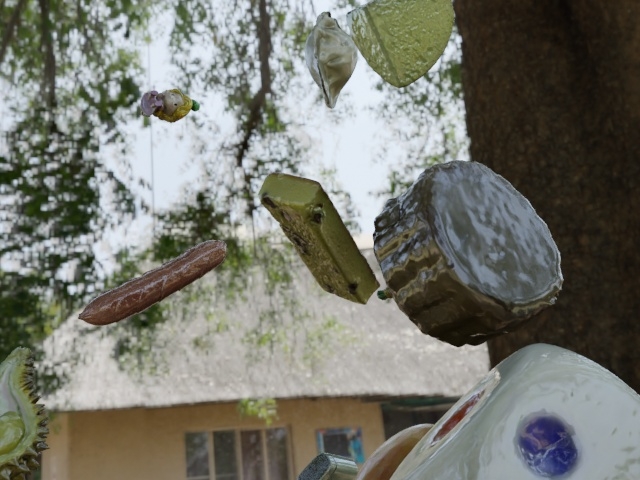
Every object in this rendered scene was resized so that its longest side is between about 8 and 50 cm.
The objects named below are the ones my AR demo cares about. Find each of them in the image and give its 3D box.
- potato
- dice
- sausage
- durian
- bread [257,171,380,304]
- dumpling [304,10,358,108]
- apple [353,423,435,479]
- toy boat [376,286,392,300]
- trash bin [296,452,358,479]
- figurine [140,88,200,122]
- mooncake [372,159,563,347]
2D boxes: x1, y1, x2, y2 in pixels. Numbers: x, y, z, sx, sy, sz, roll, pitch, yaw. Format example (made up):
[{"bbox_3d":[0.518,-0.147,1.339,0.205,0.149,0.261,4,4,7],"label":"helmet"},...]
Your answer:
[{"bbox_3d":[0.124,-0.286,1.077,0.149,0.120,0.081,-28,15,-16],"label":"potato"},{"bbox_3d":[0.293,0.349,1.066,0.304,0.304,0.277,-40,-9,-26],"label":"dice"},{"bbox_3d":[-0.404,0.107,1.956,0.433,0.088,0.088,-29,-4,-35],"label":"sausage"},{"bbox_3d":[-0.491,0.293,1.154,0.166,0.306,0.172,38,-55,-11],"label":"durian"},{"bbox_3d":[0.000,0.000,1.579,0.138,0.077,0.361,21,-23,36],"label":"bread"},{"bbox_3d":[0.021,-0.439,1.960,0.142,0.172,0.247,2,-52,19],"label":"dumpling"},{"bbox_3d":[0.242,0.566,1.596,0.391,0.347,0.391,20,-11,4],"label":"apple"},{"bbox_3d":[0.236,0.074,2.084,0.088,0.229,0.089,30,13,7],"label":"toy boat"},{"bbox_3d":[0.019,0.610,2.034,0.116,0.059,0.130,-48,-40,11],"label":"trash bin"},{"bbox_3d":[-0.416,-0.364,2.145,0.156,0.095,0.115,-12,-2,-41],"label":"figurine"},{"bbox_3d":[0.253,0.028,1.392,0.324,0.324,0.187,7,-29,-33],"label":"mooncake"}]
